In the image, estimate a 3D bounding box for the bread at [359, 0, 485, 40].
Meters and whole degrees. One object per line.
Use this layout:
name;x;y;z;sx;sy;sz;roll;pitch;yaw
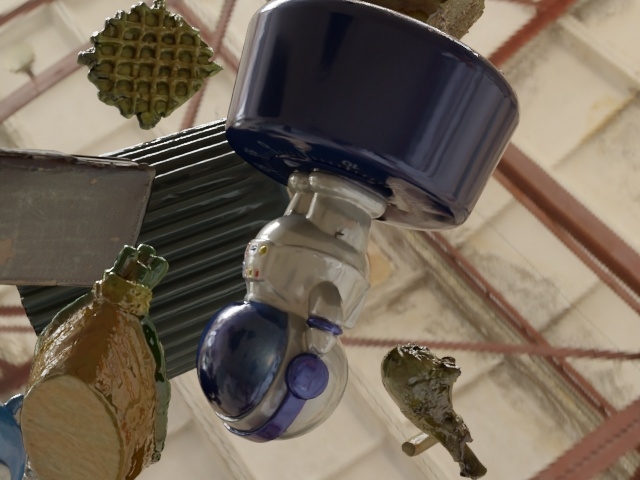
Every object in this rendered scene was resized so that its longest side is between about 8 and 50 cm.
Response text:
bread;0.107;-0.253;1.369;0.096;0.222;0.181;41;-88;9

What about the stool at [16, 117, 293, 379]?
stool;-0.147;0.008;1.419;0.330;0.297;0.297;-19;-128;15

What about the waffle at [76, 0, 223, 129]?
waffle;-0.310;-0.317;2.126;0.223;0.054;0.204;-43;-88;-18

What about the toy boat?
toy boat;-0.129;0.096;0.718;0.089;0.229;0.088;25;-132;7

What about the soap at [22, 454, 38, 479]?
soap;-0.542;0.295;1.628;0.258;0.302;0.159;-23;-155;24

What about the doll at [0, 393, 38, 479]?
doll;-0.437;0.252;1.253;0.341;0.346;0.099;-35;-159;-33

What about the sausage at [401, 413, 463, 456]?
sausage;0.143;0.244;1.504;0.024;0.132;0.024;7;-77;33

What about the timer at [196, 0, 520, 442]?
timer;0.000;0.000;1.096;0.270;0.270;0.383;15;-102;28

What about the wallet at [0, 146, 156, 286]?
wallet;-0.248;-0.019;0.934;0.031;0.232;0.122;46;-55;48

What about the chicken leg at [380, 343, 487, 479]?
chicken leg;0.132;0.185;1.298;0.093;0.178;0.070;-23;-169;35
